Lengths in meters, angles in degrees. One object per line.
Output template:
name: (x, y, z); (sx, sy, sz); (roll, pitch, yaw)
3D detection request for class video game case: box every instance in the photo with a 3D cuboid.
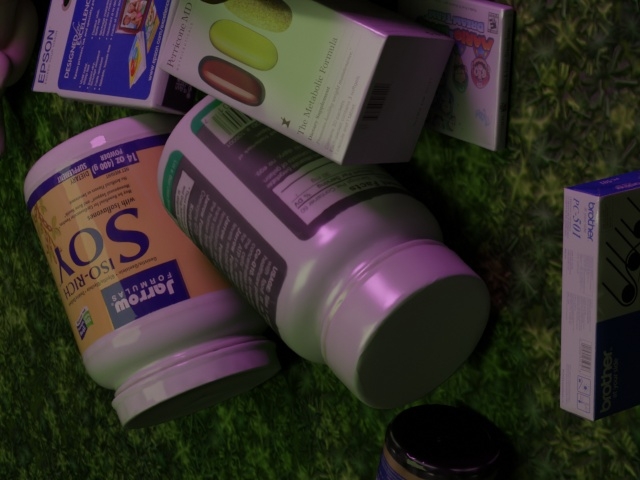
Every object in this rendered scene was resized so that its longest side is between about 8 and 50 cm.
video game case: (0.131, -0.176, 1.587); (0.157, 0.019, 0.143); (25, 120, 48)

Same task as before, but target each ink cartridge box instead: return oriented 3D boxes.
ink cartridge box: (0.264, 0.049, 1.411); (0.046, 0.097, 0.207); (19, 116, 50)
ink cartridge box: (-0.222, -0.309, 1.907); (0.307, 0.072, 0.303); (14, 91, 54)

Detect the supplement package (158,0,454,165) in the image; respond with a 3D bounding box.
supplement package: (-0.017, -0.185, 1.582); (0.244, 0.134, 0.139); (29, 109, 28)

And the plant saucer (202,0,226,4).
plant saucer: (-0.077, -0.355, 1.573); (0.333, 0.333, 0.081); (43, 149, 38)

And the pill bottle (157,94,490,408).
pill bottle: (0.000, 0.000, 1.663); (0.361, 0.204, 0.204); (46, 134, 37)

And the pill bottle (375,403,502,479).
pill bottle: (0.112, 0.292, 1.673); (0.123, 0.123, 0.219); (38, 130, 41)

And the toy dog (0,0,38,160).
toy dog: (-0.511, -0.352, 2.241); (0.408, 0.285, 0.395); (128, 157, -49)

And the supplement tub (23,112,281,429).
supplement tub: (-0.199, 0.038, 1.916); (0.241, 0.241, 0.331); (-38, 70, 52)
